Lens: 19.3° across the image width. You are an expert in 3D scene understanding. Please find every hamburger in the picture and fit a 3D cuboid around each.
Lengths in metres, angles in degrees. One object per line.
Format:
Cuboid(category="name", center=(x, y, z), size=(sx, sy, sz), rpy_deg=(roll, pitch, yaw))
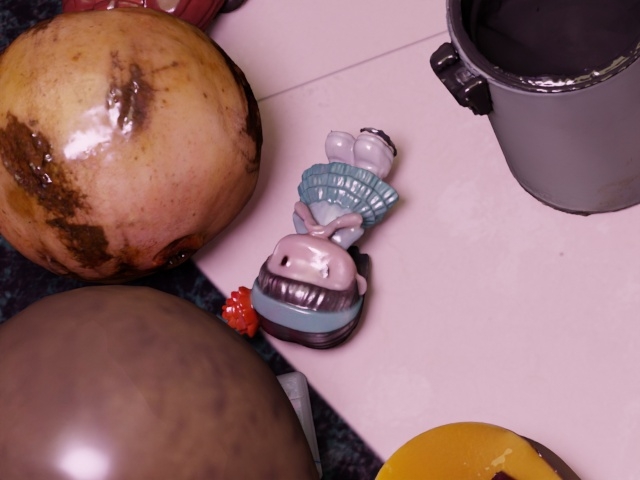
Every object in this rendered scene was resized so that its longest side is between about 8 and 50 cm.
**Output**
Cuboid(category="hamburger", center=(0.168, 0.304, 1.737), size=(0.227, 0.151, 0.295), rpy_deg=(-35, 55, -8))

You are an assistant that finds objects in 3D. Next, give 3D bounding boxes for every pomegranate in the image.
Cuboid(category="pomegranate", center=(-0.210, -0.099, 1.953), size=(0.322, 0.322, 0.322), rpy_deg=(-7, 63, 14))

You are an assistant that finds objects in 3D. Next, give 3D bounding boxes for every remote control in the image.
Cuboid(category="remote control", center=(-0.031, 0.194, 1.924), size=(0.053, 0.018, 0.124), rpy_deg=(-17, 61, 11))

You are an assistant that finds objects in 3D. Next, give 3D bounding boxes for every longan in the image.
Cuboid(category="longan", center=(-0.175, 0.234, 1.751), size=(0.336, 0.404, 0.404), rpy_deg=(-28, 60, 4))

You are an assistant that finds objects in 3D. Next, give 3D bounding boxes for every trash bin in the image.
Cuboid(category="trash bin", center=(0.259, -0.179, 1.871), size=(0.277, 0.262, 0.217), rpy_deg=(-33, 60, -1))

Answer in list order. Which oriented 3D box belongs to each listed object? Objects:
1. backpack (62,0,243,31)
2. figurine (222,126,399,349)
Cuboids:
Cuboid(category="backpack", center=(-0.197, -0.298, 2.144), size=(0.229, 0.139, 0.229), rpy_deg=(-8, 61, 14))
Cuboid(category="figurine", center=(0.000, 0.000, 1.962), size=(0.138, 0.110, 0.245), rpy_deg=(8, 65, 31))
